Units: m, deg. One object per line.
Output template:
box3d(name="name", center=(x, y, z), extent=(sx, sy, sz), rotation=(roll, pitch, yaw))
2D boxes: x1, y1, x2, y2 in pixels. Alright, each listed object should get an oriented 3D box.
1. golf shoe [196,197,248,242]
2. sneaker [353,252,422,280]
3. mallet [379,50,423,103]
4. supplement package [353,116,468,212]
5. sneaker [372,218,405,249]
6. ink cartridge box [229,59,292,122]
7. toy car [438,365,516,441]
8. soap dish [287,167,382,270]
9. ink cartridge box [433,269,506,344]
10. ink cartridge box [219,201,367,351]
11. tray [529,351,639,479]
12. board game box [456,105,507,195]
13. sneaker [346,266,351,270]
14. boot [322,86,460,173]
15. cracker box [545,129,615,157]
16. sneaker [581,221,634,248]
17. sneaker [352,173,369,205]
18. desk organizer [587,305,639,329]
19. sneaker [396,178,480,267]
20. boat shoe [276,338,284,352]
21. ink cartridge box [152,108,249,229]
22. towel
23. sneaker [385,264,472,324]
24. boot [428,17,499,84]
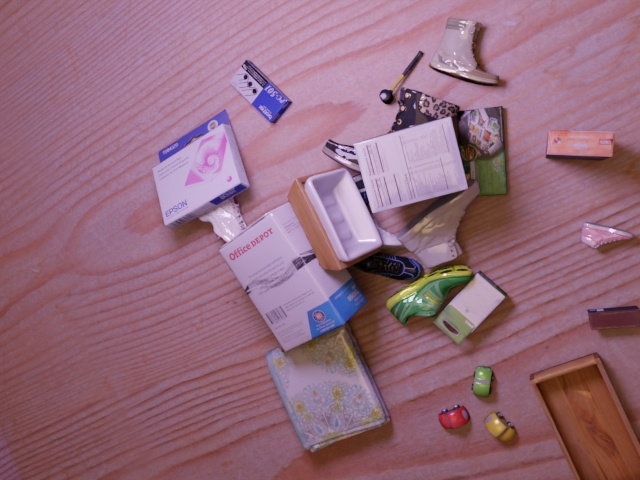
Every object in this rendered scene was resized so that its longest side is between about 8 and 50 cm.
box3d(name="golf shoe", center=(-0.317, -0.079, 2.052), extent=(0.306, 0.115, 0.140), rotation=(40, 103, 11))
box3d(name="sneaker", center=(0.201, 0.081, 1.887), extent=(0.232, 0.090, 0.081), rotation=(11, 99, 19))
box3d(name="mallet", center=(0.252, -0.501, 1.846), extent=(0.039, 0.062, 0.190), rotation=(41, 92, 12))
box3d(name="supplement package", center=(0.252, -0.213, 1.661), extent=(0.262, 0.199, 0.198), rotation=(-14, 98, 12))
box3d(name="sneaker", center=(0.175, -0.023, 1.902), extent=(0.212, 0.080, 0.094), rotation=(6, 76, 16))
box3d(name="ink cartridge box", center=(-0.200, -0.498, 2.000), extent=(0.207, 0.046, 0.097), rotation=(45, 109, 10))
box3d(name="toy car", center=(0.489, 0.501, 1.844), extent=(0.239, 0.053, 0.225), rotation=(8, 98, 19))
box3d(name="soap dish", center=(0.042, -0.063, 1.782), extent=(0.118, 0.229, 0.291), rotation=(-29, 86, 39))
box3d(name="ink cartridge box", center=(0.455, 0.205, 1.822), extent=(0.109, 0.062, 0.209), rotation=(42, 108, 12))
box3d(name="ink cartridge box", center=(-0.089, 0.108, 1.863), extent=(0.285, 0.166, 0.395), rotation=(-31, 93, 40))
box3d(name="tray", center=(0.791, 0.553, 1.730), extent=(0.203, 0.076, 0.411), rotation=(-25, 87, 20))
box3d(name="board game box", center=(0.482, -0.262, 1.785), extent=(0.136, 0.030, 0.260), rotation=(-2, 94, 18))
box3d(name="sneaker", center=(0.000, 0.000, 1.956), extent=(0.122, 0.110, 0.283), rotation=(-33, 93, 13))
box3d(name="boot", center=(0.218, -0.323, 1.816), extent=(0.377, 0.138, 0.284), rotation=(21, 103, 13))
box3d(name="cracker box", center=(0.689, -0.254, 1.601), extent=(0.155, 0.232, 0.067), rotation=(6, 97, 19))
box3d(name="sneaker", center=(0.803, -0.005, 1.682), extent=(0.134, 0.051, 0.070), rotation=(14, 102, 21))
box3d(name="sneaker", center=(0.068, -0.119, 1.924), extent=(0.217, 0.079, 0.121), rotation=(-25, 95, 27))
box3d(name="desk organizer", center=(0.832, 0.220, 1.695), extent=(0.130, 0.047, 0.050), rotation=(-8, 95, 21))
box3d(name="sneaker", center=(0.394, -0.042, 1.800), extent=(0.292, 0.108, 0.169), rotation=(-40, 99, 22))
box3d(name="boat shoe", center=(-0.133, 0.280, 2.022), extent=(0.073, 0.073, 0.207), rotation=(-24, 60, -5))
box3d(name="ink cartridge box", center=(-0.426, -0.252, 2.040), extent=(0.324, 0.071, 0.330), rotation=(-28, 67, 20))
box3d(name="towel", center=(0.021, 0.491, 1.999), extent=(0.320, 0.090, 0.374), rotation=(-26, 86, 17))
box3d(name="sneaker", center=(0.346, 0.167, 1.845), extent=(0.295, 0.109, 0.123), rotation=(-31, 91, 27))
box3d(name="boot", center=(0.443, -0.552, 1.746), extent=(0.213, 0.077, 0.165), rotation=(25, 101, 19))
